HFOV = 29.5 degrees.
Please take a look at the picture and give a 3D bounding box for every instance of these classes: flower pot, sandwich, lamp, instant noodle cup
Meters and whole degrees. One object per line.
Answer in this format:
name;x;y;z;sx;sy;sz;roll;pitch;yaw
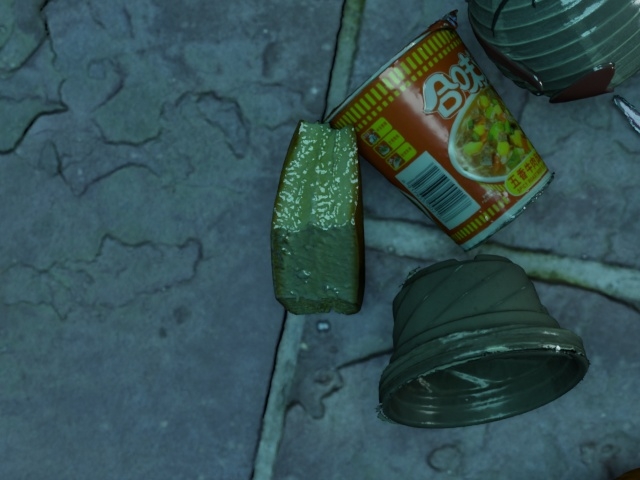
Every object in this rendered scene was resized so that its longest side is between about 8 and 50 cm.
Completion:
flower pot;0.160;0.103;1.304;0.235;0.235;0.141;-17;64;8
sandwich;0.000;0.000;1.316;0.094;0.096;0.258;3;125;8
lamp;0.268;-0.264;1.268;0.233;0.265;0.233;4;131;5
instant noodle cup;0.141;-0.109;1.323;0.193;0.193;0.212;-41;91;6

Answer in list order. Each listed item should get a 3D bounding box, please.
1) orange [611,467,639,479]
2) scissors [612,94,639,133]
orange;0.348;0.358;1.240;0.240;0.240;0.240;0;88;9
scissors;0.400;-0.098;1.352;0.133;0.020;0.187;-33;86;3
